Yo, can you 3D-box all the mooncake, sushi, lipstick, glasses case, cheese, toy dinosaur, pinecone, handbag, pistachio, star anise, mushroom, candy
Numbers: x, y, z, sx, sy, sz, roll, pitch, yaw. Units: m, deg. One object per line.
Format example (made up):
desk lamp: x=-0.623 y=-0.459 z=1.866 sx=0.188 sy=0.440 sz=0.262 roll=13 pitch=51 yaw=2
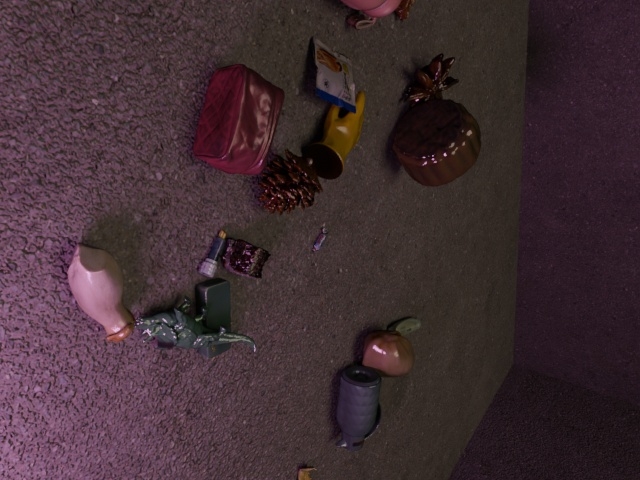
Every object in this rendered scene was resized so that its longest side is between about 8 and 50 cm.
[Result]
mooncake: x=0.394 y=-0.343 z=1.702 sx=0.161 sy=0.290 sz=0.290 roll=40 pitch=69 yaw=-47
sushi: x=0.273 y=-0.766 z=1.599 sx=0.060 sy=0.061 sz=0.118 roll=1 pitch=120 yaw=-62
lipstick: x=-0.246 y=0.028 z=1.176 sx=0.037 sy=0.037 sz=0.116 roll=42 pitch=64 yaw=-50
glasses case: x=-0.257 y=0.187 z=1.205 sx=0.077 sy=0.039 sz=0.184 roll=-17 pitch=114 yaw=-50
cheese: x=-0.046 y=0.778 z=1.670 sx=0.060 sy=0.041 sz=0.084 roll=-7 pitch=122 yaw=-44
toy dinosaur: x=-0.271 y=0.192 z=1.122 sx=0.292 sy=0.079 sz=0.120 roll=5 pitch=109 yaw=-34
sushi: x=-0.181 y=0.047 z=1.220 sx=0.098 sy=0.094 sz=0.084 roll=27 pitch=81 yaw=-58
pinecone: x=-0.080 y=-0.139 z=1.251 sx=0.173 sy=0.173 sz=0.174 roll=-21 pitch=117 yaw=-48
handbag: x=-0.177 y=-0.257 z=1.084 sx=0.135 sy=0.146 sz=0.225 roll=15 pitch=87 yaw=-51
pistachio: x=0.248 y=0.432 z=1.855 sx=0.197 sy=0.166 sz=0.288 roll=-40 pitch=140 yaw=-6
star anise: x=0.375 y=-0.553 z=1.778 sx=0.272 sy=0.102 sz=0.272 roll=-28 pitch=144 yaw=-22
mushroom: x=-0.406 y=0.096 z=0.933 sx=0.088 sy=0.097 sz=0.213 roll=-47 pitch=136 yaw=-48
candy: x=0.000 y=0.000 z=1.503 sx=0.083 sy=0.020 sz=0.030 roll=-61 pitch=141 yaw=-18

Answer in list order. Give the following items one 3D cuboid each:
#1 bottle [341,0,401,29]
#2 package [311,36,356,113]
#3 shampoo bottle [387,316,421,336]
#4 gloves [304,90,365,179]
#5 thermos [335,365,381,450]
bottle: x=0.092 y=-0.685 z=1.302 sx=0.296 sy=0.173 sz=0.206 roll=0 pitch=132 yaw=-55
package: x=0.039 y=-0.447 z=1.362 sx=0.171 sy=0.027 sz=0.173 roll=8 pitch=72 yaw=-50
shampoo bottle: x=0.344 y=0.359 z=2.046 sx=0.212 sy=0.049 sz=0.072 roll=-7 pitch=102 yaw=-52
gloves: x=0.067 y=-0.315 z=1.449 sx=0.133 sy=0.116 sz=0.294 roll=101 pitch=15 yaw=-54
thermos: x=0.140 y=0.597 z=1.767 sx=0.182 sy=0.145 sz=0.287 roll=-4 pitch=108 yaw=-31
